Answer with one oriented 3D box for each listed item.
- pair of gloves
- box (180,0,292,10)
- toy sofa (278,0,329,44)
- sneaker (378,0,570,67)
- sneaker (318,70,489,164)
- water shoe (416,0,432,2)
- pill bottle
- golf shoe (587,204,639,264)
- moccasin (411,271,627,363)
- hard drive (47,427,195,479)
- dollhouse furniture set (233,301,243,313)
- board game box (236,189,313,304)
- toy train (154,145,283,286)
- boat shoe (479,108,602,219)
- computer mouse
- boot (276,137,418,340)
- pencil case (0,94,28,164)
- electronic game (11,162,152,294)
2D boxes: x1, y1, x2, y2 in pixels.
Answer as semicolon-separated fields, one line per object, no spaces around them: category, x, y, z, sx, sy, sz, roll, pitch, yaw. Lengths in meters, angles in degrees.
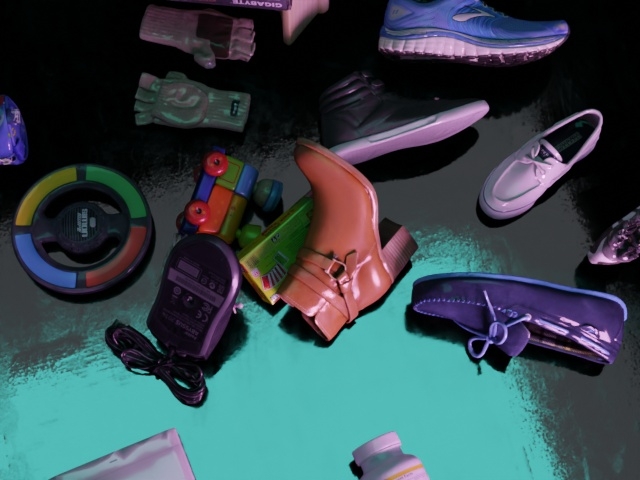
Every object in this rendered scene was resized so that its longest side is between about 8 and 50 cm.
pair of gloves;-0.219;-0.301;1.811;0.204;0.042;0.240;4;71;-4
box;-0.179;-0.537;1.728;0.295;0.073;0.294;4;73;2
toy sofa;-0.140;-0.531;1.844;0.362;0.150;0.177;36;73;12
sneaker;0.269;-0.382;1.790;0.329;0.130;0.147;3;90;-1
sneaker;0.131;-0.233;1.757;0.295;0.104;0.147;-16;75;-3
water shoe;0.146;-0.473;1.865;0.203;0.080;0.073;38;73;12
pill bottle;0.118;0.380;1.522;0.103;0.103;0.184;-23;71;-10
golf shoe;0.513;-0.014;1.703;0.198;0.094;0.077;-21;83;-36
moccasin;0.310;0.124;1.611;0.341;0.138;0.117;7;73;2
hard drive;-0.254;0.457;1.518;0.203;0.040;0.308;-21;70;-9
dollhouse furniture set;-0.169;0.066;1.617;0.091;0.114;0.081;-28;36;-12
board game box;-0.045;0.008;1.672;0.181;0.043;0.092;-42;110;-15
toy train;-0.162;-0.015;1.682;0.143;0.105;0.248;21;74;-11
boat shoe;0.370;-0.138;1.739;0.258;0.084;0.095;-42;76;-16
computer mouse;-0.203;0.099;1.591;0.188;0.072;0.272;34;113;9
boot;0.000;0.000;1.622;0.220;0.109;0.283;-46;118;-10
pencil case;-0.629;-0.144;1.696;0.306;0.119;0.133;-17;54;-7
electronic game;-0.391;-0.021;1.694;0.229;0.048;0.229;1;68;-1
